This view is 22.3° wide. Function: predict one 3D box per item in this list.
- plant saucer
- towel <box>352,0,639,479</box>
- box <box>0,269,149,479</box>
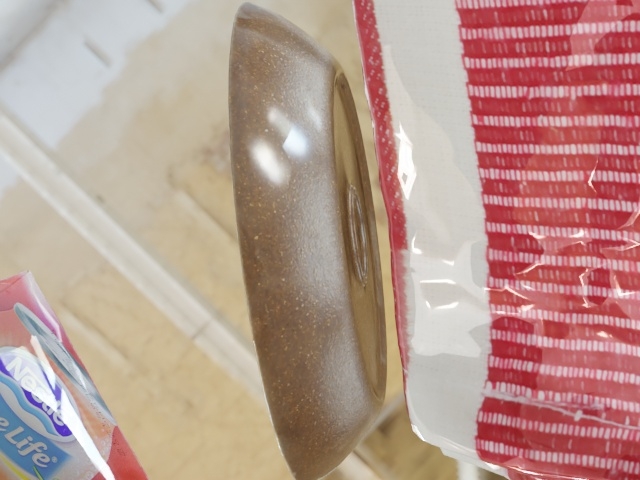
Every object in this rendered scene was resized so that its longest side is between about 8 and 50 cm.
[{"bbox_3d":[0.000,0.000,0.659,0.036,0.199,0.198,-6,-167,7],"label":"plant saucer"},{"bbox_3d":[0.130,-0.021,0.330,0.329,0.237,0.037,14,-148,42],"label":"towel"},{"bbox_3d":[-0.231,0.160,0.845,0.142,0.154,0.300,-23,169,-45],"label":"box"}]
